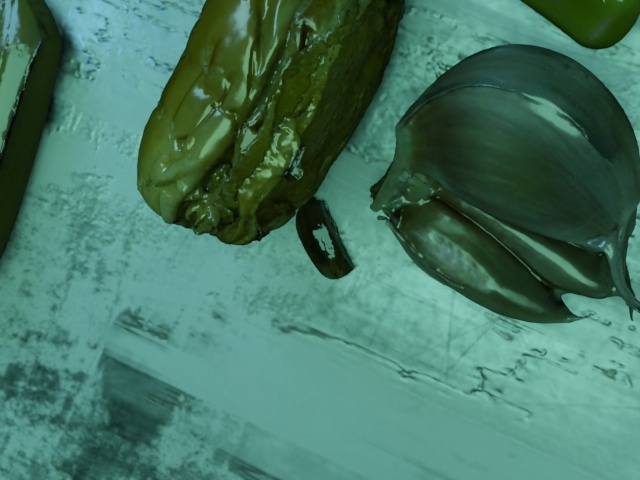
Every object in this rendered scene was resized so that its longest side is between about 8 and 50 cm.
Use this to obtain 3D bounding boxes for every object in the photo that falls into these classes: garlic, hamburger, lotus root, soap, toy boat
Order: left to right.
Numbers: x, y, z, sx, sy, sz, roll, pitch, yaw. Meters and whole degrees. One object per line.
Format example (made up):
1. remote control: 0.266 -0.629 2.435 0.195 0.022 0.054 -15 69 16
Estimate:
1. toy boat: -0.344 -0.105 1.528 0.121 0.089 0.321 22 102 20
2. hamburger: -0.040 -0.141 1.358 0.158 0.318 0.318 28 103 3
3. lotus root: 0.000 0.000 1.500 0.037 0.030 0.083 -24 92 15
4. garlic: 0.178 -0.049 1.371 0.292 0.210 0.237 19 95 17
5. soap: 0.226 -0.234 1.402 0.140 0.045 0.089 37 138 1
